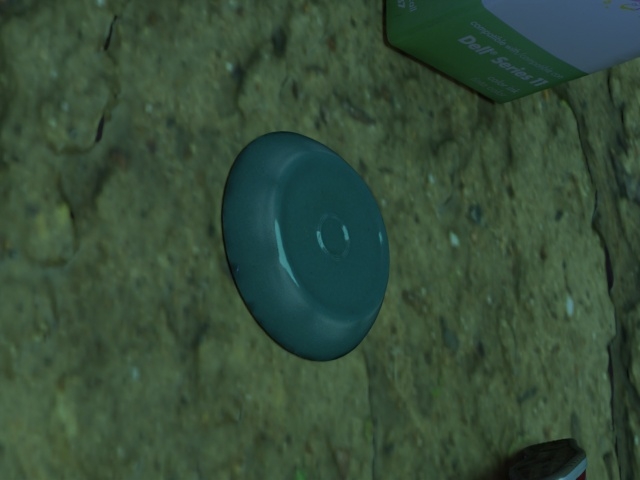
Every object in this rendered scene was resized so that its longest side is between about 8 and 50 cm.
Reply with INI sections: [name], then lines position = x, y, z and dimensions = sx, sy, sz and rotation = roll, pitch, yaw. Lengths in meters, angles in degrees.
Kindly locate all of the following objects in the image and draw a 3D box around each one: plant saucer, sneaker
[plant saucer]
position = 0.000, 0.000, 0.788
dimensions = 0.119, 0.021, 0.119
rotation = 22, 60, -45
[sneaker]
position = 0.130, 0.147, 0.851
dimensions = 0.118, 0.042, 0.067
rotation = -2, 81, -78

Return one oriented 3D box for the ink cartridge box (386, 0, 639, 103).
[ink cartridge box]
position = 0.207, -0.229, 0.854
dimensions = 0.119, 0.353, 0.207
rotation = 23, 60, -44
